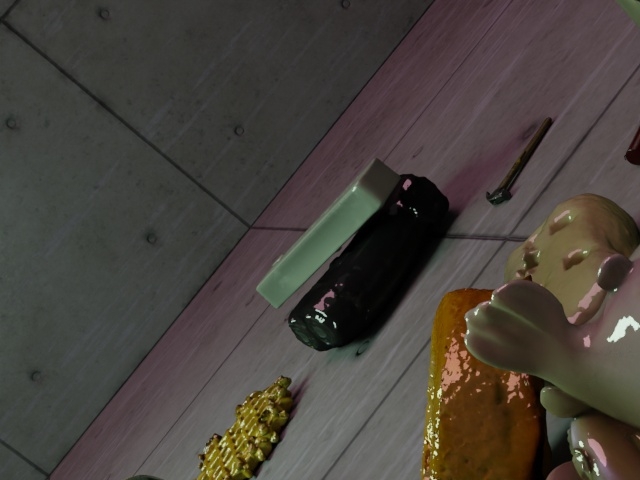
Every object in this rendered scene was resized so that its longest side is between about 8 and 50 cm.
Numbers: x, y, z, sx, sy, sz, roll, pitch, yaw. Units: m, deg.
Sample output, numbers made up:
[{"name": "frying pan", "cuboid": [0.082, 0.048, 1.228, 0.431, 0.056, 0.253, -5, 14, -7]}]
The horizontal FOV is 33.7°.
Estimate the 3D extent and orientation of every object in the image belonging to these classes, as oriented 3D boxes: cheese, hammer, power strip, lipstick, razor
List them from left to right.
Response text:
[{"name": "power strip", "cuboid": [0.000, 0.000, 1.768, 0.385, 0.062, 0.091, -45, 5, 46]}, {"name": "razor", "cuboid": [0.082, 0.037, 1.748, 0.327, 0.107, 0.189, -54, 11, -19]}, {"name": "hammer", "cuboid": [0.310, -0.123, 1.638, 0.182, 0.017, 0.062, -53, 12, -23]}, {"name": "cheese", "cuboid": [0.258, 0.052, 1.090, 0.159, 0.093, 0.263, -46, 13, 24]}, {"name": "lipstick", "cuboid": [0.421, -0.160, 1.320, 0.176, 0.027, 0.027, -55, 13, -33]}]

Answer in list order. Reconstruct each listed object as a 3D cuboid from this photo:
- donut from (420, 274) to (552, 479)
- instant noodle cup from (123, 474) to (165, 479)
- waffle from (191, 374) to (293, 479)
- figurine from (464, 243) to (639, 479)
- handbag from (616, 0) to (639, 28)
[{"name": "donut", "cuboid": [0.147, 0.155, 0.903, 0.253, 0.118, 0.253, 7, -90, -85]}, {"name": "instant noodle cup", "cuboid": [-0.269, 0.457, 1.354, 0.221, 0.311, 0.311, -36, 16, 21]}, {"name": "waffle", "cuboid": [-0.135, 0.339, 1.760, 0.228, 0.051, 0.231, -36, 18, 40]}, {"name": "figurine", "cuboid": [0.203, 0.135, 0.699, 0.394, 0.274, 0.226, -64, 0, 31]}, {"name": "handbag", "cuboid": [0.423, -0.269, 1.130, 0.160, 0.237, 0.358, -48, 12, 17]}]
